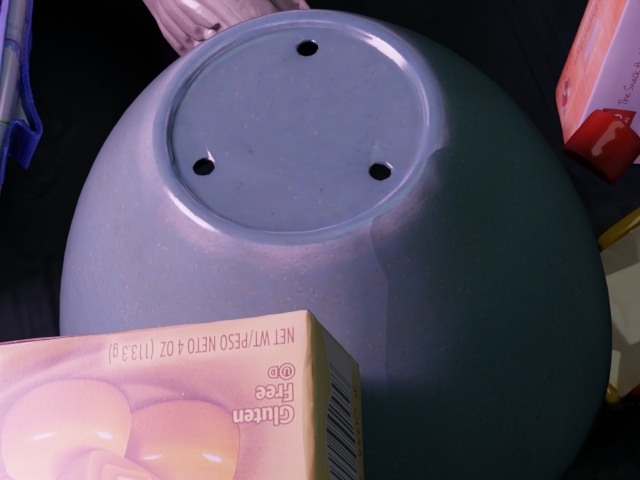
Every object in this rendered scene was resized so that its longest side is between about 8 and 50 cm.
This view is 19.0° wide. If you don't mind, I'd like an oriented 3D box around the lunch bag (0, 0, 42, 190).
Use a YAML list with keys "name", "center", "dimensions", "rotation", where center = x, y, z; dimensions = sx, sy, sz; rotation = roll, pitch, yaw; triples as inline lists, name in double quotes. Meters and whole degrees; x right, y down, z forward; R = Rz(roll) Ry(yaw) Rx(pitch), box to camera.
- name: "lunch bag"
  center: [-0.277, -0.106, 1.081]
  dimensions: [0.243, 0.115, 0.303]
  rotation: [8, 47, -10]

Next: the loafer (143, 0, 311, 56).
- name: "loafer"
  center: [-0.065, -0.181, 1.133]
  dimensions: [0.111, 0.112, 0.319]
  rotation: [-45, 97, -17]

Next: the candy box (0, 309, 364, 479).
- name: "candy box"
  center: [-0.076, 0.196, 0.762]
  dimensions: [0.183, 0.087, 0.316]
  rotation: [-7, 67, 15]

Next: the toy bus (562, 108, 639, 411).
- name: "toy bus"
  center: [0.201, 0.036, 1.071]
  dimensions: [0.202, 0.104, 0.191]
  rotation: [7, 70, 16]

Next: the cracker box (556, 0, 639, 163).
- name: "cracker box"
  center: [0.279, -0.116, 1.193]
  dimensions: [0.232, 0.156, 0.067]
  rotation: [5, 48, -10]

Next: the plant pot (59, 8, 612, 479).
- name: "plant pot"
  center: [0.000, 0.000, 0.938]
  dimensions: [0.290, 0.195, 0.290]
  rotation: [-3, 56, 5]
